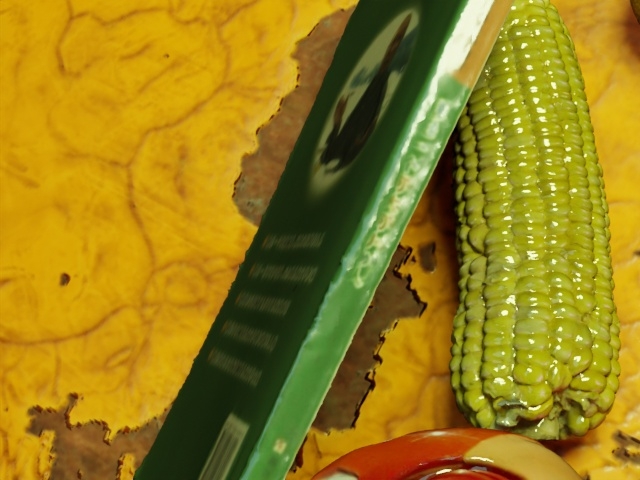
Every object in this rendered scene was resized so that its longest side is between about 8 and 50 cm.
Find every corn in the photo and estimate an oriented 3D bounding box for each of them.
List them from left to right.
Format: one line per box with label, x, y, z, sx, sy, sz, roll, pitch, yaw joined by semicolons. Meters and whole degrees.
corn;0.117;-0.023;0.835;0.101;0.101;0.291;-13;65;21

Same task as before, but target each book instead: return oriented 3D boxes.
book;0.000;0.000;0.814;0.043;0.260;0.371;27;85;-12

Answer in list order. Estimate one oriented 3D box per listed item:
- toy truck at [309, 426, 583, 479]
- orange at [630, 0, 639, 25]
toy truck;0.020;0.210;0.755;0.239;0.189;0.265;19;80;38
orange;0.222;-0.149;0.840;0.085;0.085;0.085;-8;70;23
